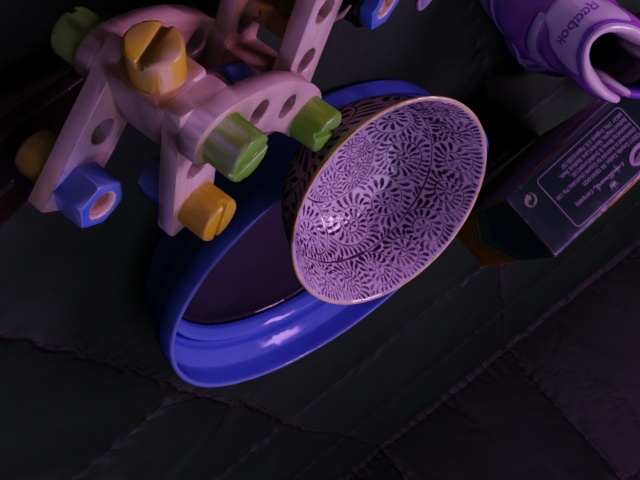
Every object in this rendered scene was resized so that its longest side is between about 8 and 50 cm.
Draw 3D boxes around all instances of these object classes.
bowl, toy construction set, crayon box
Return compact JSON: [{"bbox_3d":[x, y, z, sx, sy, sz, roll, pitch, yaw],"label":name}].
[{"bbox_3d":[0.000,0.000,0.741,0.391,0.077,0.391,-31,155,-16],"label":"bowl"},{"bbox_3d":[-0.019,-0.143,0.339,0.215,0.151,0.328,-41,178,-44],"label":"toy construction set"},{"bbox_3d":[0.031,-0.043,0.523,0.170,0.080,0.170,-24,137,-24],"label":"bowl"},{"bbox_3d":[0.270,-0.067,0.849,0.203,0.083,0.323,-42,179,-4],"label":"crayon box"}]

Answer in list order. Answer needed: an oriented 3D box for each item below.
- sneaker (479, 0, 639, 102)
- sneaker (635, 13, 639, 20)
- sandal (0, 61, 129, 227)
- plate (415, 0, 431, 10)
[{"bbox_3d":[0.261,-0.180,0.693,0.282,0.161,0.102,-2,136,-56],"label":"sneaker"},{"bbox_3d":[0.480,-0.258,0.932,0.281,0.105,0.115,-21,151,-34],"label":"sneaker"},{"bbox_3d":[-0.200,-0.050,0.397,0.219,0.060,0.090,-44,162,-28],"label":"sandal"},{"bbox_3d":[0.099,-0.238,0.452,0.188,0.024,0.188,-61,176,-7],"label":"plate"}]
